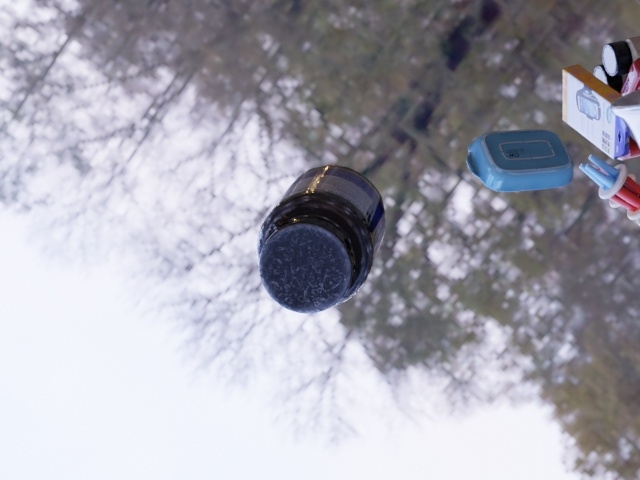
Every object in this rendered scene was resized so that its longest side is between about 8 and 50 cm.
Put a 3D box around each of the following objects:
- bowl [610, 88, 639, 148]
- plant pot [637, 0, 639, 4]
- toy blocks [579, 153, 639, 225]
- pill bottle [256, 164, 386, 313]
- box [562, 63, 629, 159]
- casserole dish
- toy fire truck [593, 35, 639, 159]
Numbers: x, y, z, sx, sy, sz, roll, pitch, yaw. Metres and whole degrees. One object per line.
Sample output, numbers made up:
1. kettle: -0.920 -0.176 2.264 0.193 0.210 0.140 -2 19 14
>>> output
1. bowl: 0.440 -0.109 1.303 0.298 0.297 0.134 -38 -68 -70
2. plant pot: 0.370 -0.310 1.408 0.165 0.167 0.167 44 -166 -31
3. toy blocks: 0.393 -0.069 1.780 0.148 0.054 0.123 34 -171 -14
4. pill bottle: 0.000 0.000 1.424 0.122 0.123 0.219 36 -163 -2
5. box: 0.364 -0.166 1.773 0.028 0.081 0.136 -21 -141 -18
6. casserole dish: 0.327 -0.135 2.186 0.188 0.037 0.114 -5 -127 -19
7. toy fire truck: 0.566 -0.196 2.244 0.158 0.217 0.246 -12 -117 -11
